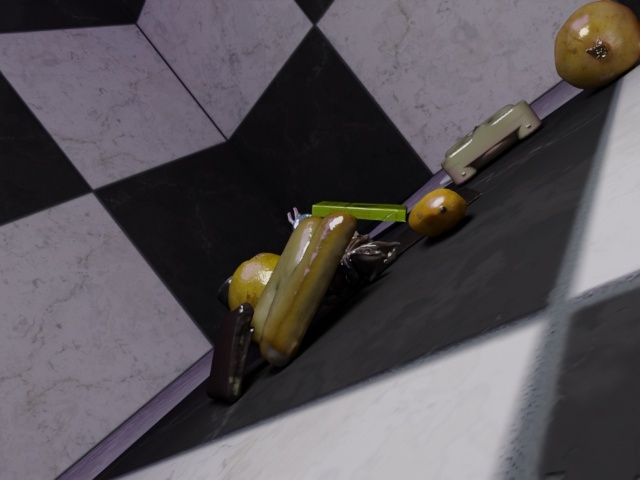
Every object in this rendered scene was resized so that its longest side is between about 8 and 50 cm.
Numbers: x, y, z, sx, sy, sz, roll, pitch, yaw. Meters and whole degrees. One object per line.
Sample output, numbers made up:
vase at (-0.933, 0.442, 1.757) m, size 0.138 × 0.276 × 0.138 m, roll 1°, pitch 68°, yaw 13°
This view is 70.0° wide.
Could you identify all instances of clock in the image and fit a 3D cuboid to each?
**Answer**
clock at (0.501, -0.293, 1.374) m, size 0.284 × 0.114 × 0.309 m, roll -40°, pitch -3°, yaw 21°

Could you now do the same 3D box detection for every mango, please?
mango at (0.207, -0.048, 0.823) m, size 0.098 × 0.075 × 0.190 m, roll -22°, pitch -3°, yaw 4°

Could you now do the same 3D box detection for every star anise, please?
star anise at (0.053, 0.063, 0.918) m, size 0.231 × 0.089 × 0.209 m, roll -42°, pitch 14°, yaw -27°

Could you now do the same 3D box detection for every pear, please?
pear at (-0.117, 0.128, 1.079) m, size 0.209 × 0.209 × 0.209 m, roll -38°, pitch 0°, yaw 0°

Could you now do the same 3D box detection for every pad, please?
pad at (0.271, -0.053, 1.090) m, size 0.220 × 0.004 × 0.330 m, roll -38°, pitch 0°, yaw 15°

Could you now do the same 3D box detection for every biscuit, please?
biscuit at (-0.046, 0.077, 0.852) m, size 0.290 × 0.062 × 0.237 m, roll -62°, pitch 17°, yaw -8°

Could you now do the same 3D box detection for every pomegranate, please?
pomegranate at (0.635, -0.450, 1.057) m, size 0.191 × 0.191 × 0.191 m, roll -38°, pitch 0°, yaw 0°

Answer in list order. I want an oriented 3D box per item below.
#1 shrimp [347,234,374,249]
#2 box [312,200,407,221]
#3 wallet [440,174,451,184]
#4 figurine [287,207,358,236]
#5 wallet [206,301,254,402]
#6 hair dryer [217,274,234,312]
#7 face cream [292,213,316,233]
shrimp at (0.044, 0.081, 1.193) m, size 0.117 × 0.066 × 0.262 m, roll 9°, pitch 57°, yaw 53°
box at (0.151, -0.111, 1.696) m, size 0.335 × 0.047 × 0.187 m, roll 3°, pitch 9°, yaw 12°
wallet at (0.509, -0.250, 1.750) m, size 0.061 × 0.025 × 0.122 m, roll -36°, pitch 0°, yaw -19°
figurine at (0.011, 0.008, 1.725) m, size 0.316 × 0.206 × 0.284 m, roll -17°, pitch 62°, yaw 56°
wallet at (-0.173, 0.217, 0.885) m, size 0.229 × 0.049 × 0.181 m, roll 142°, pitch 140°, yaw -65°
hair dryer at (-0.198, 0.253, 1.376) m, size 0.107 × 0.189 × 0.352 m, roll -40°, pitch -21°, yaw -26°
face cream at (-0.036, 0.060, 1.208) m, size 0.385 × 0.086 × 0.135 m, roll 94°, pitch -165°, yaw -60°
